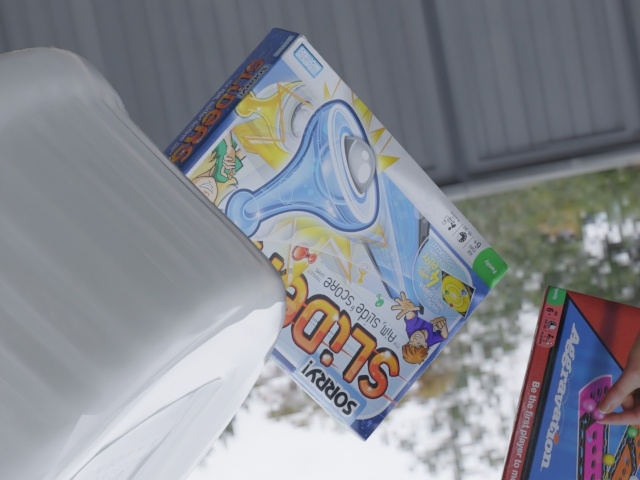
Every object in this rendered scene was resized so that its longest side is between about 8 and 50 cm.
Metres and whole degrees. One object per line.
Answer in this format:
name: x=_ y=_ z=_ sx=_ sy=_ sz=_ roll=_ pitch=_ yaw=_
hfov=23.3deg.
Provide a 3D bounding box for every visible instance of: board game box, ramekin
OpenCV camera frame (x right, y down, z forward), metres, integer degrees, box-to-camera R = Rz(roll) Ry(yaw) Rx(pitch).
board game box: x=0.000 y=0.000 z=0.866 sx=0.136 sy=0.201 sz=0.035 roll=-50 pitch=-151 yaw=-9
board game box: x=0.161 y=0.177 z=0.841 sx=0.145 sy=0.281 sz=0.027 roll=14 pitch=170 yaw=3
ramekin: x=-0.139 y=0.070 z=0.634 sx=0.277 sy=0.135 sz=0.277 roll=-48 pitch=170 yaw=-12
